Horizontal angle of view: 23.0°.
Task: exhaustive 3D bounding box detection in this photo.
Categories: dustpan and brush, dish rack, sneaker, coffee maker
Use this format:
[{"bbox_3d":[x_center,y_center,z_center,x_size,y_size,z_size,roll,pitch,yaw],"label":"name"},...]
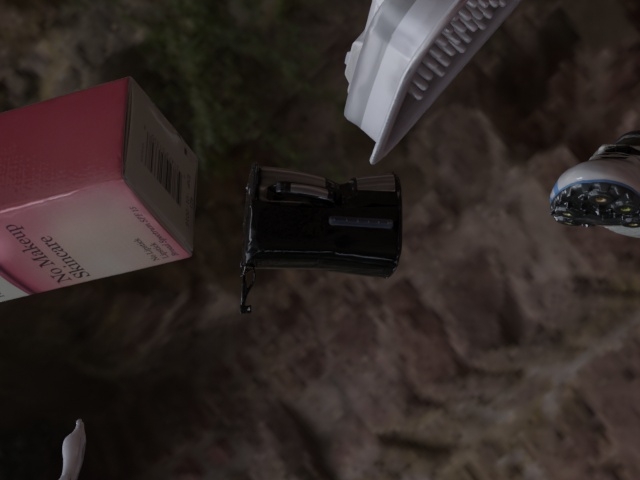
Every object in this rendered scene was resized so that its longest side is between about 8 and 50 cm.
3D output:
[{"bbox_3d":[-0.248,0.255,1.454,0.060,0.147,0.211,1,-129,-8],"label":"dustpan and brush"},{"bbox_3d":[0.127,-0.217,1.081,0.072,0.333,0.285,39,168,4],"label":"dish rack"},{"bbox_3d":[0.235,-0.049,1.243,0.237,0.085,0.086,6,-91,-70],"label":"sneaker"},{"bbox_3d":[0.000,0.000,1.818,0.178,0.171,0.120,5,-170,-6],"label":"coffee maker"}]

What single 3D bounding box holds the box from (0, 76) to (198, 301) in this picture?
[{"bbox_3d":[-0.254,-0.045,1.532,0.148,0.232,0.126,52,-150,-50],"label":"box"}]
